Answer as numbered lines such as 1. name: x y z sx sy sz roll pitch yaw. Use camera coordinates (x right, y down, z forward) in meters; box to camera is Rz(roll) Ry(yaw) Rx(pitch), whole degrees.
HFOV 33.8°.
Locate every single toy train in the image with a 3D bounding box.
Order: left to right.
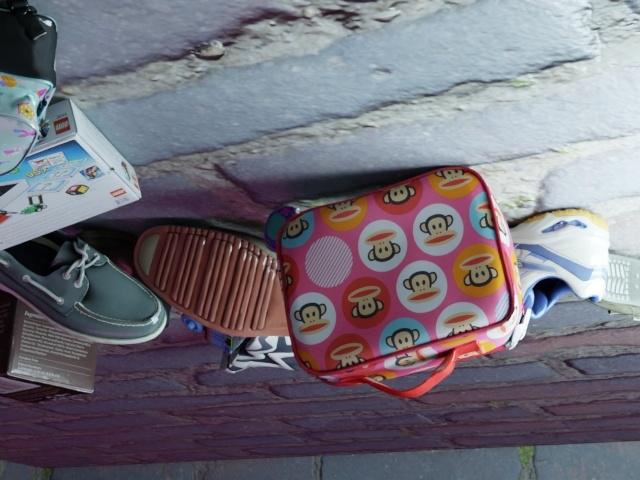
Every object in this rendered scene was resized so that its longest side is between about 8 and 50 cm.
1. toy train: -0.161 0.098 1.668 0.105 0.080 0.184 25 145 12

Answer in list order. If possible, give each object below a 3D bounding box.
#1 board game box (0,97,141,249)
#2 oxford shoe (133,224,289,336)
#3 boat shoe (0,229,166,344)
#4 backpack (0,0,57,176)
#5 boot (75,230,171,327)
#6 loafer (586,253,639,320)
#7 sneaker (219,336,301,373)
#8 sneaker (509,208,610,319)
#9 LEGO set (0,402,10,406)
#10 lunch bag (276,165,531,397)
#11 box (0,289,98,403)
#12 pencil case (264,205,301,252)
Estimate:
1. board game box: -0.391 -0.054 1.249 0.305 0.053 0.193 -19 157 5
2. oxford shoe: -0.079 0.066 1.557 0.396 0.141 0.146 20 -167 -4
3. boat shoe: -0.364 0.046 1.485 0.319 0.116 0.099 26 145 2
4. backpack: -0.344 -0.140 1.014 0.165 0.144 0.188 5 164 -23
5. boot: -0.289 0.059 1.599 0.082 0.106 0.219 -11 156 32
6. loafer: 0.479 0.073 1.589 0.251 0.094 0.087 18 167 -26
7. sneaker: -0.092 0.212 2.013 0.153 0.094 0.235 19 145 -18
8. sneaker: 0.261 0.047 1.467 0.111 0.131 0.296 18 157 -40
9. LEGO set: -0.628 0.260 2.038 0.254 0.192 0.331 6 163 12
10. lunch bag: 0.100 0.065 1.300 0.293 0.258 0.120 -15 158 13
11. box: -0.476 0.148 1.728 0.168 0.203 0.167 -14 154 40
12. pencil case: 0.000 0.000 1.463 0.151 0.070 0.064 16 -159 -35
